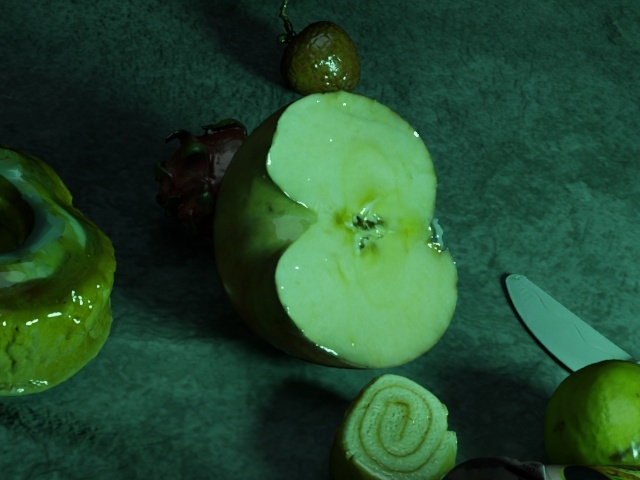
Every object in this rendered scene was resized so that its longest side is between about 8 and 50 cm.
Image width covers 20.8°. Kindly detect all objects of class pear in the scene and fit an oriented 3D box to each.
[{"bbox_3d":[0.297,0.196,1.739,0.148,0.149,0.162,6,36,-9],"label":"pear"}]

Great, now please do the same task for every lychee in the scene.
[{"bbox_3d":[-0.009,-0.240,2.236,0.140,0.101,0.114,31,59,24],"label":"lychee"}]

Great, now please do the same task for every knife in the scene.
[{"bbox_3d":[0.316,0.137,1.922,0.081,0.043,0.336,-30,48,-33],"label":"knife"}]

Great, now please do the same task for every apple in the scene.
[{"bbox_3d":[0.000,0.000,1.860,0.251,0.163,0.293,6,77,-38],"label":"apple"}]

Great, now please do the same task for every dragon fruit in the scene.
[{"bbox_3d":[-0.086,-0.066,1.984,0.235,0.135,0.137,0,30,-44],"label":"dragon fruit"}]

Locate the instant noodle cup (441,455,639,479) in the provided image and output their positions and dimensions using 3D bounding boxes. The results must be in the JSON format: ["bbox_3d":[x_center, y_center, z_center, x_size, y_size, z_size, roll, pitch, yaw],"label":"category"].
[{"bbox_3d":[0.248,0.294,1.558,0.255,0.244,0.244,-4,40,-34],"label":"instant noodle cup"}]

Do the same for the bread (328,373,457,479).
[{"bbox_3d":[0.074,0.211,1.724,0.122,0.073,0.149,26,42,8],"label":"bread"}]

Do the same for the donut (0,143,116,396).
[{"bbox_3d":[-0.365,0.012,1.775,0.330,0.160,0.330,13,31,-8],"label":"donut"}]
